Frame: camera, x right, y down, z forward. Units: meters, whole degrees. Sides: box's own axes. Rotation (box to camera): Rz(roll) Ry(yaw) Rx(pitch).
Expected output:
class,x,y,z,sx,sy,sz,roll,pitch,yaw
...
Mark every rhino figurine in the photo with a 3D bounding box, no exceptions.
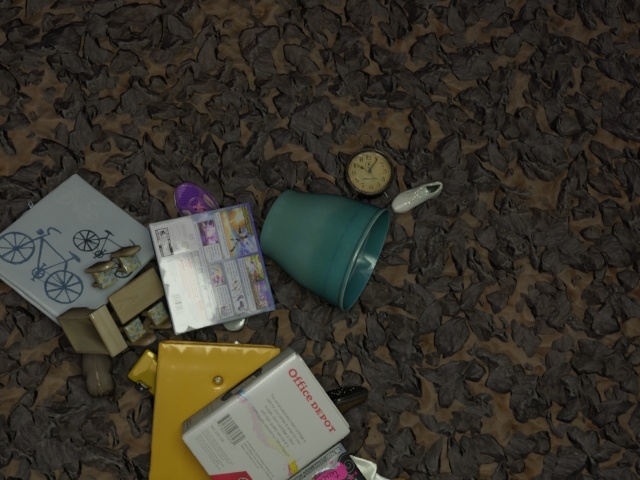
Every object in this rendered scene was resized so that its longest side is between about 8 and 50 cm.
class,x,y,z,sx,sy,sz,roll,pitch,yaw
rhino figurine,-0.538,0.268,1.709,0.073,0.106,0.243,-14,72,-12

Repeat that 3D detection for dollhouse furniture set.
class,x,y,z,sx,sy,sz,roll,pitch,yaw
dollhouse furniture set,-0.445,0.152,1.636,0.242,0.161,0.212,-39,113,-41

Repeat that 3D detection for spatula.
class,x,y,z,sx,sy,sz,roll,pitch,yaw
spatula,0.142,0.616,1.657,0.242,0.019,0.168,19,68,11

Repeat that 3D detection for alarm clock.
class,x,y,z,sx,sy,sz,roll,pitch,yaw
alarm clock,0.126,-0.194,1.901,0.129,0.064,0.192,-2,80,-6

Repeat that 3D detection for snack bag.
class,x,y,z,sx,sy,sz,roll,pitch,yaw
snack bag,-0.604,0.019,1.758,0.323,0.037,0.342,36,57,4

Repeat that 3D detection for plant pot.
class,x,y,z,sx,sy,sz,roll,pitch,yaw
plant pot,0.000,0.000,1.754,0.255,0.271,0.271,24,76,14

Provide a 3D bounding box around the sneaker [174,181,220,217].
class,x,y,z,sx,sy,sz,roll,pitch,yaw
sneaker,-0.287,-0.056,1.810,0.095,0.104,0.236,-35,82,-10

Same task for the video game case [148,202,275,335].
class,x,y,z,sx,sy,sz,roll,pitch,yaw
video game case,-0.260,0.066,1.711,0.244,0.061,0.269,-13,87,-15

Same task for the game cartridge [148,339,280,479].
class,x,y,z,sx,sy,sz,roll,pitch,yaw
game cartridge,-0.246,0.401,1.672,0.285,0.053,0.323,5,90,-10

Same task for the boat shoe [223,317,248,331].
class,x,y,z,sx,sy,sz,roll,pitch,yaw
boat shoe,-0.205,0.120,1.796,0.078,0.070,0.219,8,81,7

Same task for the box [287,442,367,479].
class,x,y,z,sx,sy,sz,roll,pitch,yaw
box,-0.022,0.584,1.566,0.247,0.163,0.142,-32,71,-19

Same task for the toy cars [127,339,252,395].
class,x,y,z,sx,sy,sz,roll,pitch,yaw
toy cars,-0.260,0.332,1.737,0.394,0.087,0.176,-4,90,-10

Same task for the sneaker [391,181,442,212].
class,x,y,z,sx,sy,sz,roll,pitch,yaw
sneaker,0.256,-0.121,1.899,0.152,0.061,0.053,-27,83,-9

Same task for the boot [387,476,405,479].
class,x,y,z,sx,sy,sz,roll,pitch,yaw
boot,0.130,0.716,1.684,0.211,0.104,0.295,-13,73,-3

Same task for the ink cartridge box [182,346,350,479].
class,x,y,z,sx,sy,sz,roll,pitch,yaw
ink cartridge box,-0.123,0.419,1.603,0.306,0.131,0.226,-35,96,-10

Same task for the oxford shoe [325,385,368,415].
class,x,y,z,sx,sy,sz,roll,pitch,yaw
oxford shoe,0.020,0.428,1.752,0.227,0.083,0.096,-24,100,-10
